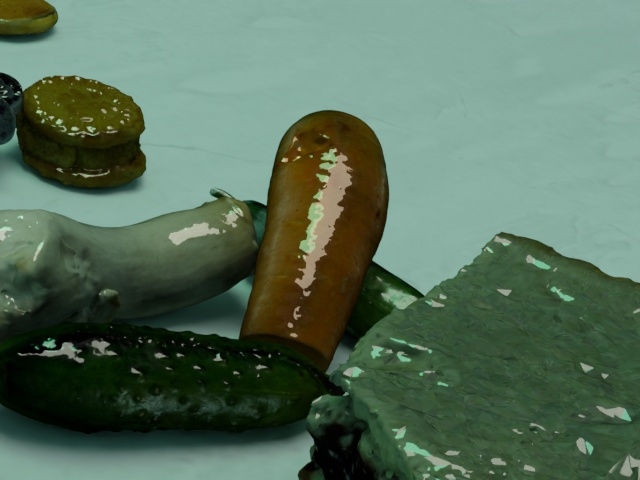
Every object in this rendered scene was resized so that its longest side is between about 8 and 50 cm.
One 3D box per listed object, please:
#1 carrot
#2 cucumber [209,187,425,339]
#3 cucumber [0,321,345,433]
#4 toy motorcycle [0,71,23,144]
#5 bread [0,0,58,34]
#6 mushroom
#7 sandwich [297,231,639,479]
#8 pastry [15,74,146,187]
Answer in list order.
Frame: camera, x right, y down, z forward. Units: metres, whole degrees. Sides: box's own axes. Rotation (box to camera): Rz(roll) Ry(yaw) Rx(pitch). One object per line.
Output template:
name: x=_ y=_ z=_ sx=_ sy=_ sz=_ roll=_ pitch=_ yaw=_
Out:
carrot: x=0.000 y=0.000 z=1.167 sx=0.087 sy=0.087 sz=0.193 roll=13 pitch=53 yaw=-6
cucumber: x=0.010 y=0.030 z=1.229 sx=0.250 sy=0.056 sz=0.056 roll=32 pitch=29 yaw=28
cucumber: x=-0.087 y=0.084 z=1.050 sx=0.227 sy=0.069 sz=0.069 roll=6 pitch=27 yaw=-28
toy motorcycle: x=-0.348 y=-0.116 z=1.284 sx=0.263 sy=0.091 sz=0.157 roll=21 pitch=34 yaw=16
bread: x=-0.289 y=-0.210 z=1.578 sx=0.110 sy=0.024 sz=0.110 roll=14 pitch=25 yaw=-7
mushroom: x=-0.147 y=0.016 z=1.119 sx=0.099 sy=0.096 sz=0.278 roll=42 pitch=27 yaw=30
sandwich: x=0.135 y=0.128 z=0.976 sx=0.262 sy=0.131 sz=0.325 roll=21 pitch=30 yaw=22
pastry: x=-0.182 y=-0.083 z=1.342 sx=0.109 sy=0.057 sz=0.097 roll=20 pitch=27 yaw=11
